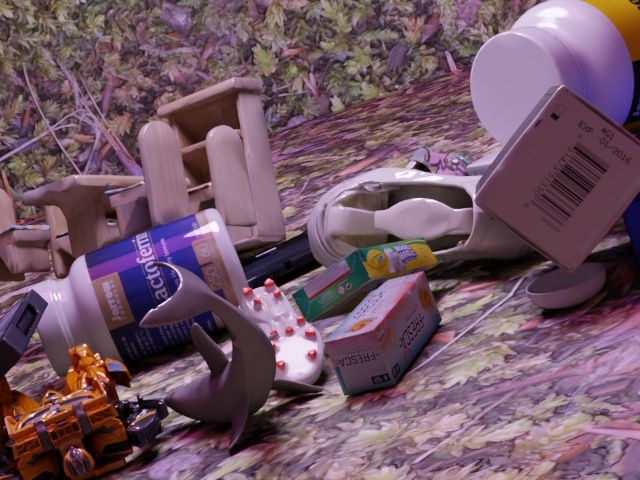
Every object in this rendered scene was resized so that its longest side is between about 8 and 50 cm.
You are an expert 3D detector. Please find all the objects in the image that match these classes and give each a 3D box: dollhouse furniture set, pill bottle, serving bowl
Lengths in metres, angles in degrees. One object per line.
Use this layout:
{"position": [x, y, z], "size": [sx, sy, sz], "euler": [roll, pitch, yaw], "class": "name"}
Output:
{"position": [-0.253, -0.104, 2.159], "size": [0.362, 0.256, 0.394], "euler": [-17, -10, 38], "class": "dollhouse furniture set"}
{"position": [0.344, -0.214, 1.804], "size": [0.334, 0.188, 0.188], "euler": [-21, 9, -40], "class": "pill bottle"}
{"position": [0.252, 0.050, 1.493], "size": [0.083, 0.027, 0.083], "euler": [-18, 11, 4], "class": "serving bowl"}
{"position": [-0.228, 0.072, 1.876], "size": [0.265, 0.153, 0.153], "euler": [-21, 11, -4], "class": "pill bottle"}

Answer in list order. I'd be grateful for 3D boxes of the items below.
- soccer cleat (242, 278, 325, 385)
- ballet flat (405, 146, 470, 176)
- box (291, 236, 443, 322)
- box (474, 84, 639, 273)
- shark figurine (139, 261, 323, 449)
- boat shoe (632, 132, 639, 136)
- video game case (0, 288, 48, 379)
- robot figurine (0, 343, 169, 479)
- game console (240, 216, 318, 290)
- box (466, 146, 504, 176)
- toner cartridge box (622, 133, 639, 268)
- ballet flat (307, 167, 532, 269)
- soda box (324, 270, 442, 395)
{"position": [-0.037, 0.114, 1.595], "size": [0.068, 0.076, 0.196], "euler": [-18, 31, -10], "class": "soccer cleat"}
{"position": [0.170, -0.098, 2.259], "size": [0.079, 0.077, 0.221], "euler": [-40, 14, -5], "class": "ballet flat"}
{"position": [0.059, 0.042, 1.668], "size": [0.105, 0.043, 0.179], "euler": [-35, -15, 29], "class": "box"}
{"position": [0.253, -0.069, 1.544], "size": [0.148, 0.127, 0.232], "euler": [-53, -2, 9], "class": "box"}
{"position": [-0.087, 0.135, 1.406], "size": [0.166, 0.278, 0.116], "euler": [11, 59, 6], "class": "shark figurine"}
{"position": [0.412, -0.153, 2.075], "size": [0.089, 0.109, 0.258], "euler": [-11, 27, -13], "class": "boat shoe"}
{"position": [-0.429, 0.185, 1.681], "size": [0.275, 0.035, 0.248], "euler": [-45, 10, 5], "class": "video game case"}
{"position": [-0.277, 0.191, 1.557], "size": [0.211, 0.085, 0.291], "euler": [-23, 12, -13], "class": "robot figurine"}
{"position": [0.000, 0.000, 2.126], "size": [0.361, 0.044, 0.213], "euler": [-25, 11, -28], "class": "game console"}
{"position": [0.258, -0.067, 1.854], "size": [0.102, 0.101, 0.087], "euler": [-7, 16, 47], "class": "box"}
{"position": [0.433, -0.072, 1.652], "size": [0.165, 0.075, 0.348], "euler": [-15, 12, 19], "class": "toner cartridge box"}
{"position": [0.091, -0.027, 1.818], "size": [0.400, 0.139, 0.139], "euler": [-3, 20, 47], "class": "ballet flat"}
{"position": [0.067, 0.093, 1.508], "size": [0.058, 0.063, 0.183], "euler": [-16, 11, 25], "class": "soda box"}
